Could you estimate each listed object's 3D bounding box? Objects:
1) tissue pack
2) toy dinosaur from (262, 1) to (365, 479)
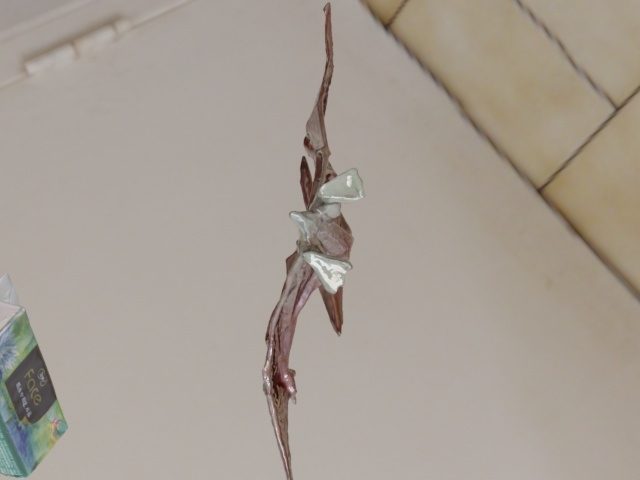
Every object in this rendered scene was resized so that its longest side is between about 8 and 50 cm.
[{"bbox_3d":[-0.214,0.082,0.912,0.085,0.079,0.111,13,134,28],"label":"tissue pack"},{"bbox_3d":[-0.001,0.000,0.590,0.032,0.220,0.108,7,167,0],"label":"toy dinosaur"}]
